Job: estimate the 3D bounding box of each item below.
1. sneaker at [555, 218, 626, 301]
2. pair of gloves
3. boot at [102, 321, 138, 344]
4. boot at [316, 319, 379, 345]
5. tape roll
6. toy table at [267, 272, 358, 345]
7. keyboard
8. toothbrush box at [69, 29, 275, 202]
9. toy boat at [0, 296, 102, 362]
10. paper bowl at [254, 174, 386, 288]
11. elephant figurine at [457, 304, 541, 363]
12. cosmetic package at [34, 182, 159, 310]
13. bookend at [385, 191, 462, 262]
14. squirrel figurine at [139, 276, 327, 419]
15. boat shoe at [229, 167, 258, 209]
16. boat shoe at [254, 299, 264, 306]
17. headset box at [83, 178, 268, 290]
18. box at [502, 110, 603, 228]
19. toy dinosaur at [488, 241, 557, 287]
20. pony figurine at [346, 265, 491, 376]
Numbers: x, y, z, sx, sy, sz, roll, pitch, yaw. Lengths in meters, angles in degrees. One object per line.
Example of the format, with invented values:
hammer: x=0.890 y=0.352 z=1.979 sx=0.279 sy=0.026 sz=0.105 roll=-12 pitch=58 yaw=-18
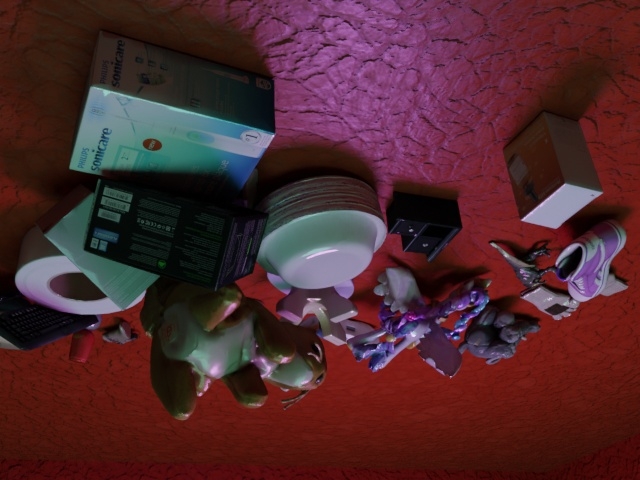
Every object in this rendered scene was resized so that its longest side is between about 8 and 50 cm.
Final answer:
sneaker: x=0.619 y=0.072 z=1.696 sx=0.161 sy=0.102 sz=0.282 roll=-28 pitch=143 yaw=-19
pair of gloves: x=0.703 y=0.146 z=1.930 sx=0.240 sy=0.042 sz=0.204 roll=-30 pitch=140 yaw=34
boot: x=-0.573 y=0.263 z=1.969 sx=0.087 sy=0.042 sz=0.118 roll=-7 pitch=148 yaw=8
boot: x=0.078 y=0.273 z=2.051 sx=0.190 sy=0.069 sz=0.086 roll=27 pitch=145 yaw=-29
tape roll: x=-0.540 y=0.066 z=1.595 sx=0.286 sy=0.100 sz=0.286 roll=-4 pitch=149 yaw=-2
toy table: x=-0.018 y=0.150 z=1.738 sx=0.274 sy=0.160 sz=0.252 roll=23 pitch=139 yaw=-35
keyboard: x=-0.667 y=0.163 z=1.632 sx=0.202 sy=0.033 sz=0.317 roll=30 pitch=-170 yaw=7
toothbrush box: x=-0.250 y=-0.196 z=1.177 sx=0.296 sy=0.126 sz=0.216 roll=13 pitch=145 yaw=-23
toy boat: x=-0.725 y=0.209 z=1.777 sx=0.318 sy=0.148 sz=0.267 roll=19 pitch=159 yaw=-27
paper bowl: x=0.000 y=0.000 z=1.476 sx=0.284 sy=0.148 sz=0.284 roll=-11 pitch=151 yaw=-6
elephant figurine: x=0.523 y=0.286 z=2.050 sx=0.186 sy=0.169 sz=0.239 roll=14 pitch=174 yaw=26
cosmetic package: x=-0.442 y=0.014 z=1.413 sx=0.127 sy=0.107 sz=0.238 roll=-43 pitch=122 yaw=-14
bookend: x=0.207 y=-0.027 z=1.558 sx=0.157 sy=0.072 sz=0.156 roll=8 pitch=147 yaw=-18
squirrel figurine: x=-0.177 y=0.204 z=1.510 sx=0.370 sy=0.281 sz=0.397 roll=15 pitch=-176 yaw=-40
boat shoe: x=-0.170 y=-0.088 z=1.434 sx=0.065 sy=0.075 sz=0.206 roll=22 pitch=147 yaw=5
boat shoe: x=-0.257 y=0.191 z=1.855 sx=0.229 sy=0.076 sz=0.080 roll=13 pitch=144 yaw=-27
headset box: x=-0.249 y=-0.020 z=1.287 sx=0.246 sy=0.131 sz=0.283 roll=16 pitch=-174 yaw=6
box: x=0.433 y=-0.132 z=1.319 sx=0.091 sy=0.170 sz=0.130 roll=11 pitch=145 yaw=-23
toy dinosaur: x=0.530 y=0.061 z=1.757 sx=0.118 sy=0.064 sz=0.268 roll=-16 pitch=144 yaw=31
pony figurine: x=0.247 y=0.214 z=1.819 sx=0.363 sy=0.302 sz=0.351 roll=-36 pitch=169 yaw=36
